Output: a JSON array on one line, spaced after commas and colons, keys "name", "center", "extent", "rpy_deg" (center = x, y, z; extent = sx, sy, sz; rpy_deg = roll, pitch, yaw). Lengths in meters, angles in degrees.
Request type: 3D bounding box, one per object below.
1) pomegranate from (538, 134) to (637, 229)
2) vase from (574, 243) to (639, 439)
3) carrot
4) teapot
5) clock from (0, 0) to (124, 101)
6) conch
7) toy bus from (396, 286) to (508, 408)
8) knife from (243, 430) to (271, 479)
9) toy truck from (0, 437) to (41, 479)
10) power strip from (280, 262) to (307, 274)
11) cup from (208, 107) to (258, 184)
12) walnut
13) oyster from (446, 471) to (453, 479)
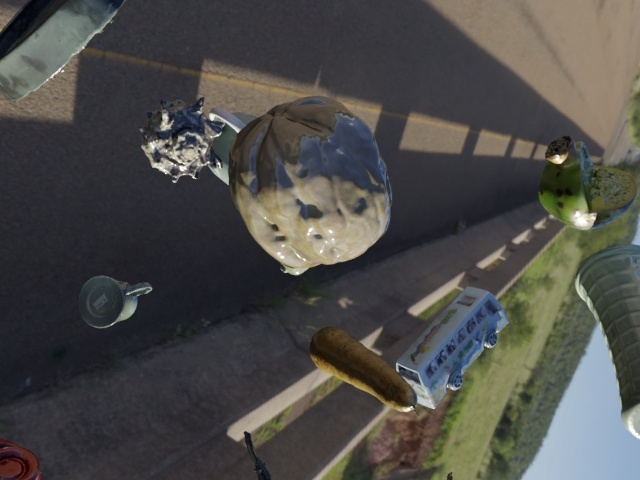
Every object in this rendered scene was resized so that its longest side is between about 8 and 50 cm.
[{"name": "pomegranate", "center": [0.417, -0.091, 0.906], "extent": [0.122, 0.169, 0.143], "rpy_deg": [-45, -155, 54]}, {"name": "vase", "center": [0.480, 0.147, 0.820], "extent": [0.298, 0.143, 0.143], "rpy_deg": [-71, 169, -53]}, {"name": "carrot", "center": [0.069, 0.196, 0.811], "extent": [0.078, 0.298, 0.078], "rpy_deg": [-4, 99, -24]}, {"name": "teapot", "center": [-0.648, 0.191, 1.761], "extent": [0.239, 0.162, 0.149], "rpy_deg": [-27, 168, 10]}, {"name": "clock", "center": [-0.495, -0.433, 1.053], "extent": [0.076, 0.386, 0.386], "rpy_deg": [44, 69, -40]}, {"name": "conch", "center": [-0.389, -0.277, 1.587], "extent": [0.313, 0.186, 0.240], "rpy_deg": [43, 53, -76]}, {"name": "toy bus", "center": [0.326, 0.251, 1.358], "extent": [0.330, 0.109, 0.135], "rpy_deg": [-40, 118, -27]}, {"name": "knife", "center": [-0.125, 0.537, 1.250], "extent": [0.046, 0.222, 0.021], "rpy_deg": [-6, 159, -46]}, {"name": "toy truck", "center": [-0.517, 0.339, 0.708], "extent": [0.189, 0.239, 0.265], "rpy_deg": [-64, 174, 22]}, {"name": "power strip", "center": [0.000, 0.000, 1.278], "extent": [0.227, 0.080, 0.029], "rpy_deg": [-35, 136, -16]}, {"name": "cup", "center": [-0.258, -0.315, 1.845], "extent": [0.259, 0.275, 0.356], "rpy_deg": [-50, 142, -10]}, {"name": "walnut", "center": [-0.012, -0.067, 0.693], "extent": [0.224, 0.224, 0.224], "rpy_deg": [-47, 150, -38]}, {"name": "oyster", "center": [0.193, 0.404, 0.859], "extent": [0.054, 0.019, 0.083], "rpy_deg": [-31, 126, -59]}]
